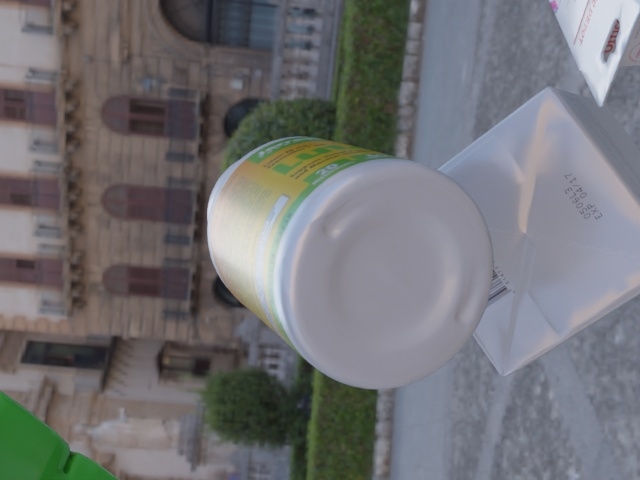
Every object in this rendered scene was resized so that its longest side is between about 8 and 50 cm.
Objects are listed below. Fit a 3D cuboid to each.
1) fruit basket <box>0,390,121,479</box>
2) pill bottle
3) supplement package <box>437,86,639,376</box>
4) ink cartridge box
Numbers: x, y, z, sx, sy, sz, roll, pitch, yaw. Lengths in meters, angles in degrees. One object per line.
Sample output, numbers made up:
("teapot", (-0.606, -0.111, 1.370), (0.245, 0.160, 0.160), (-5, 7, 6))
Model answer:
("fruit basket", (-0.277, 0.291, 0.558), (0.283, 0.392, 0.392), (-27, 47, 38))
("pill bottle", (0.000, 0.000, 0.646), (0.246, 0.136, 0.136), (-152, 67, -66))
("supplement package", (0.223, -0.017, 0.879), (0.177, 0.175, 0.293), (56, -157, 10))
("ink cartridge box", (0.206, -0.194, 0.659), (0.104, 0.061, 0.181), (93, 168, -57))
